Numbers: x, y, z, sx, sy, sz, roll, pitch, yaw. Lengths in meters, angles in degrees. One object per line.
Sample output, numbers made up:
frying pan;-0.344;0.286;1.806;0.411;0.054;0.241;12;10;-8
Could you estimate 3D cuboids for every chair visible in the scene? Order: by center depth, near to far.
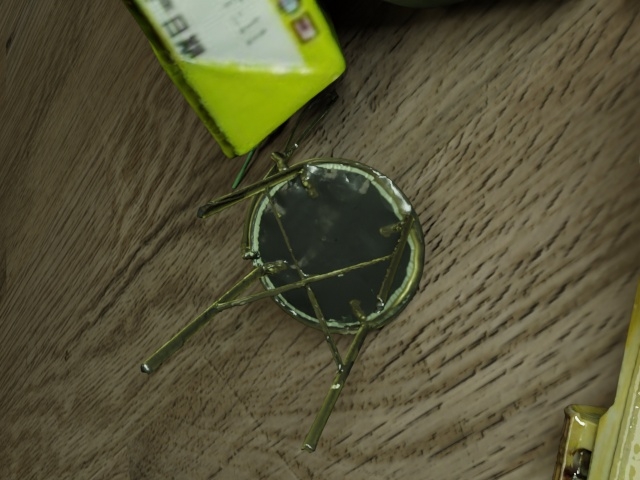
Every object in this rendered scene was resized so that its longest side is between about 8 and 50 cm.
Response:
chair;0.000;0.000;0.673;0.160;0.170;0.326;-67;-8;24

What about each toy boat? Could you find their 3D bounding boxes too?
toy boat;0.162;0.128;0.452;0.088;0.068;0.226;10;89;62

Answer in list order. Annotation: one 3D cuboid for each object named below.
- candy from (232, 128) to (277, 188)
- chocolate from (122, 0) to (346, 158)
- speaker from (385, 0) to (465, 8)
candy;-0.072;-0.099;0.900;0.035;0.035;0.123;60;140;29
chocolate;-0.100;-0.273;0.726;0.137;0.289;0.301;-23;40;12
speaker;0.102;-0.373;0.586;0.184;0.183;0.406;4;85;61
